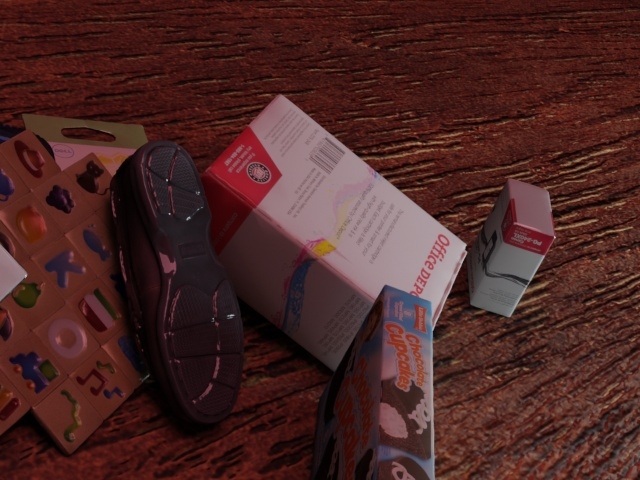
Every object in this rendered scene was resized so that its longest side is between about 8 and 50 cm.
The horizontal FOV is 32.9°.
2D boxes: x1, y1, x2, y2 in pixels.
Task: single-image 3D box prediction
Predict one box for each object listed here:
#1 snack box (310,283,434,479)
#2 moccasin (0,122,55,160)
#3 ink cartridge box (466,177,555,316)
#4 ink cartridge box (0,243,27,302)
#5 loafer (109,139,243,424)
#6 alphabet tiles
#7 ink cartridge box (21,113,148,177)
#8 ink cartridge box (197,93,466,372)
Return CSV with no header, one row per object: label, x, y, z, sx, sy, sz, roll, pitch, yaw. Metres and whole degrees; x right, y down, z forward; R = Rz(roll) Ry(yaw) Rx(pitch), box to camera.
snack box,0.044,0.213,1.037,0.060,0.187,0.322,21,35,-10
moccasin,-0.457,-0.108,1.161,0.342,0.138,0.117,5,36,-30
ink cartridge box,0.254,0.011,1.467,0.063,0.150,0.109,17,36,-8
ink cartridge box,-0.380,0.127,0.829,0.065,0.165,0.333,51,58,-14
loafer,-0.158,0.049,1.147,0.109,0.095,0.302,-2,75,-45
alphabet tiles,-0.277,0.042,1.096,0.285,0.011,0.342,52,36,-7
ink cartridge box,-0.265,-0.096,1.343,0.171,0.056,0.235,3,44,-30
ink cartridge box,0.000,0.000,1.289,0.306,0.131,0.226,40,35,-3
